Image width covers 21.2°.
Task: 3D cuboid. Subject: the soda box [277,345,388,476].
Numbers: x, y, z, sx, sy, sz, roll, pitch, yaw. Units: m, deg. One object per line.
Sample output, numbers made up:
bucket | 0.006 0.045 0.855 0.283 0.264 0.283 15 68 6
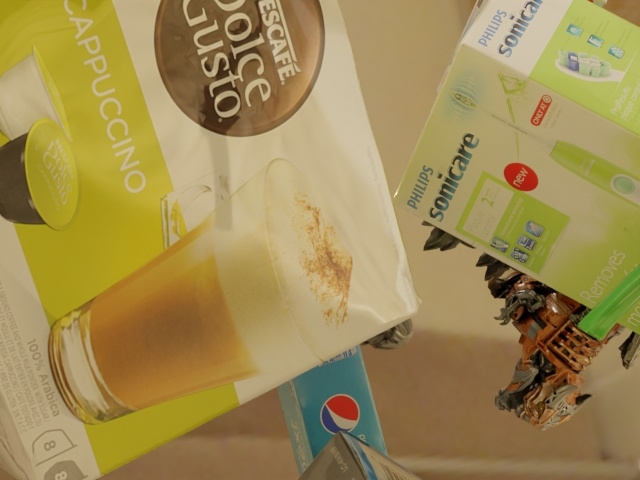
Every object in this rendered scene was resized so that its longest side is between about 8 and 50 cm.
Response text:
soda box | 0.015 0.179 1.489 0.067 0.210 0.071 -16 10 -15

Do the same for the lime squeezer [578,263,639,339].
lime squeezer | 0.260 -0.064 1.010 0.059 0.310 0.110 29 3 -2

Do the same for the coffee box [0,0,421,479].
coffee box | -0.179 -0.061 1.306 0.334 0.338 0.338 -25 21 -25

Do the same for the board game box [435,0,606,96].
board game box | 0.216 -0.264 1.566 0.053 0.305 0.193 35 -43 -11

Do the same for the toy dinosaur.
toy dinosaur | 0.239 0.012 1.614 0.218 0.322 0.164 23 -23 36

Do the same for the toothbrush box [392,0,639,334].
toothbrush box | 0.230 -0.062 1.409 0.283 0.122 0.206 30 -39 6

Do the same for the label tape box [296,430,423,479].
label tape box | 0.011 0.363 1.413 0.249 0.115 0.348 35 -82 -27

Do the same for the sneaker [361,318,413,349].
sneaker | 0.000 0.000 1.722 0.267 0.106 0.101 42 -27 -3
